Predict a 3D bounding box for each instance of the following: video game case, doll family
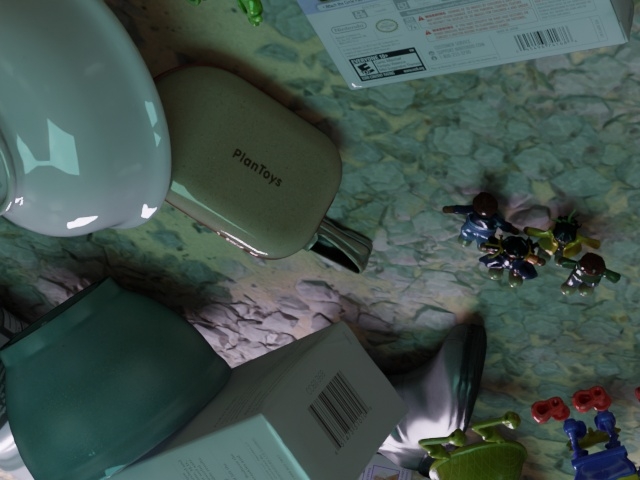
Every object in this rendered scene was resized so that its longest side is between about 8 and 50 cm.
[{"bbox_3d":[0.098,-0.249,1.068,0.269,0.061,0.244,-6,140,28],"label":"video game case"},{"bbox_3d":[0.223,0.003,1.353,0.193,0.076,0.111,7,164,5],"label":"doll family"}]

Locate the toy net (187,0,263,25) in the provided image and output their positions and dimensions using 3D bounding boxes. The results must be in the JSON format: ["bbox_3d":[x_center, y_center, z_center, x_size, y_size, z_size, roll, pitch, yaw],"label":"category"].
[{"bbox_3d":[-0.106,-0.276,1.071,0.122,0.045,0.232,51,166,28],"label":"toy net"}]

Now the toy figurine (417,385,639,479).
[{"bbox_3d":[0.316,0.310,1.513,0.362,0.217,0.191,-18,153,9],"label":"toy figurine"}]

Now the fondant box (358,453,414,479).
[{"bbox_3d":[-0.029,0.402,1.986,0.330,0.096,0.238,10,145,5],"label":"fondant box"}]

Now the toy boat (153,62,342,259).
[{"bbox_3d":[-0.101,-0.085,1.331,0.231,0.151,0.151,33,170,-23],"label":"toy boat"}]

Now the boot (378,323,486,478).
[{"bbox_3d":[0.084,0.200,1.655,0.223,0.118,0.338,18,141,6],"label":"boot"}]

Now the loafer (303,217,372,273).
[{"bbox_3d":[0.000,0.000,1.467,0.125,0.039,0.045,22,145,-9],"label":"loafer"}]

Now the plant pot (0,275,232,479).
[{"bbox_3d":[-0.290,0.170,1.641,0.293,0.293,0.196,-26,101,43],"label":"plant pot"}]

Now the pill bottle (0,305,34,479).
[{"bbox_3d":[-0.503,0.176,1.756,0.210,0.210,0.363,-20,131,40],"label":"pill bottle"}]

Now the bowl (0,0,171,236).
[{"bbox_3d":[-0.292,-0.116,1.227,0.298,0.134,0.298,29,137,32],"label":"bowl"}]

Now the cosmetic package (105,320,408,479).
[{"bbox_3d":[-0.108,0.267,1.608,0.385,0.217,0.156,-28,101,41],"label":"cosmetic package"}]
